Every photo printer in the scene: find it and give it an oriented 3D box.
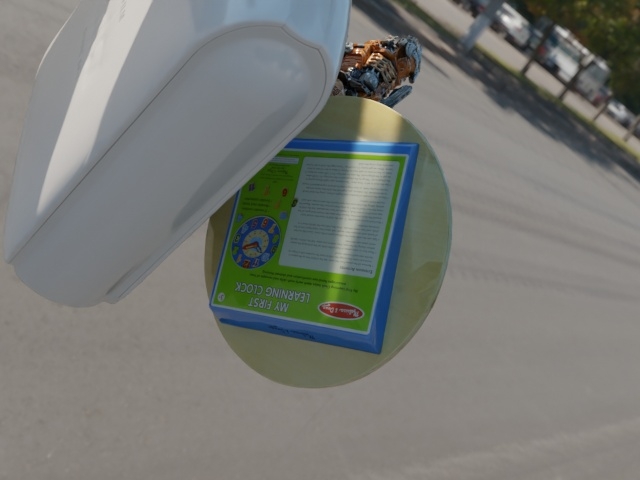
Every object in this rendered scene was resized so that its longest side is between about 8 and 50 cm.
[{"bbox_3d":[-0.097,-0.130,0.666,0.107,0.307,0.256,26,42,-31],"label":"photo printer"}]

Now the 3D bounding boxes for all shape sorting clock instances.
[{"bbox_3d":[0.000,0.000,0.670,0.040,0.206,0.206,25,22,-52],"label":"shape sorting clock"}]

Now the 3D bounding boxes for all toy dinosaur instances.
[{"bbox_3d":[-0.012,-0.193,1.253,0.218,0.164,0.322,27,34,37],"label":"toy dinosaur"}]
